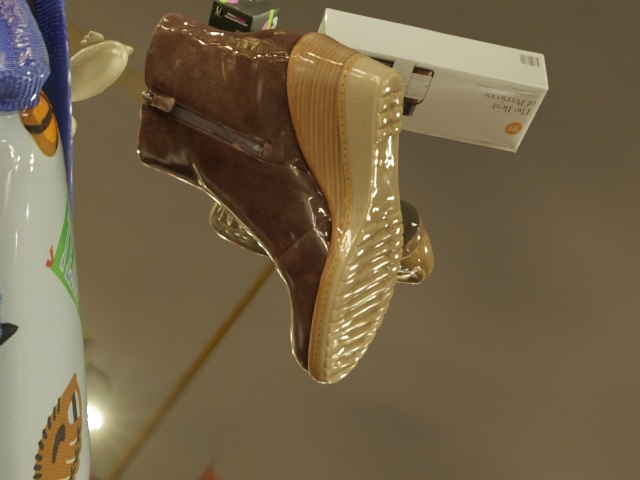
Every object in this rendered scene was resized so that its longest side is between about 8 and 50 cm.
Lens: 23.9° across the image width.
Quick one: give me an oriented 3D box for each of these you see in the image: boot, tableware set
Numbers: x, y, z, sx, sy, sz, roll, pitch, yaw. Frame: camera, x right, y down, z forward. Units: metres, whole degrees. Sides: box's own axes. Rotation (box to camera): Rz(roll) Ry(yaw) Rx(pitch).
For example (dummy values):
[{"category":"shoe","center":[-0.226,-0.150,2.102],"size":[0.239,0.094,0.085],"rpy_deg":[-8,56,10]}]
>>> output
[{"category":"boot","center":[-0.043,-0.035,1.112],"size":[0.207,0.090,0.248],"rpy_deg":[15,-74,31]},{"category":"boot","center":[0.000,0.000,1.894],"size":[0.305,0.112,0.115],"rpy_deg":[11,-26,29]},{"category":"tableware set","center":[-0.226,-0.100,1.165],"size":[0.020,0.141,0.168],"rpy_deg":[53,-55,22]}]

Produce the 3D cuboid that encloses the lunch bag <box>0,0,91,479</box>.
[{"category":"lunch bag","center":[-0.226,0.011,0.695],"size":[0.385,0.239,0.328],"rpy_deg":[-128,-144,-59]}]

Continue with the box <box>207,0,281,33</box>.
[{"category":"box","center":[-0.085,-0.212,1.584],"size":[0.052,0.062,0.083],"rpy_deg":[27,-60,19]}]

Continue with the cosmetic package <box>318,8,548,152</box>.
[{"category":"cosmetic package","center":[0.107,-0.163,1.573],"size":[0.239,0.060,0.099],"rpy_deg":[10,-42,-11]}]
